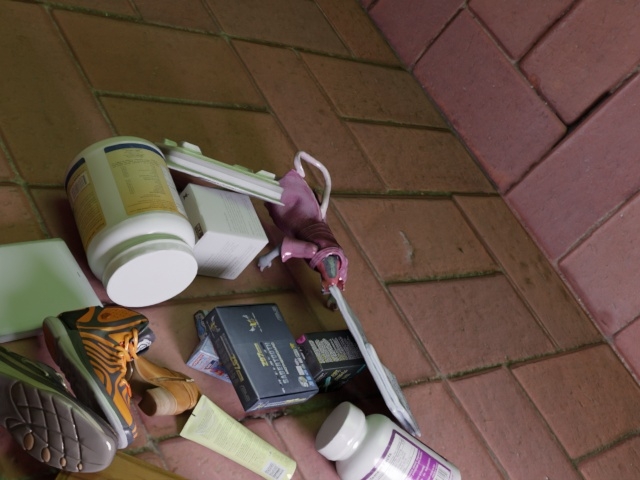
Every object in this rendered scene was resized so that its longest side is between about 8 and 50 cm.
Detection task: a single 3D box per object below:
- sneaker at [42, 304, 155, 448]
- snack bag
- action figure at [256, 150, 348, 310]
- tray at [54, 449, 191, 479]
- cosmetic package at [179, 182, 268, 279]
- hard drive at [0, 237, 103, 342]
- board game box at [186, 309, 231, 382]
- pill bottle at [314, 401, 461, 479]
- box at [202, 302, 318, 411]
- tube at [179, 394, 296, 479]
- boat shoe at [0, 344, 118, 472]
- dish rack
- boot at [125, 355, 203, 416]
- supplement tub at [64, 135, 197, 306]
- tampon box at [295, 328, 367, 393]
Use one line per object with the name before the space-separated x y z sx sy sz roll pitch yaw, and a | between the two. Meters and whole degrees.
sneaker | -0.370 0.225 1.842 0.180 0.124 0.321 -19 52 -28
snack bag | 0.133 0.287 2.363 0.342 0.037 0.323 63 3 26
action figure | 0.000 0.000 2.523 0.248 0.275 0.370 24 22 -38
tray | -0.258 0.492 1.690 0.411 0.076 0.203 21 33 0
cosmetic package | -0.254 -0.019 2.348 0.184 0.151 0.151 11 43 -42
hard drive | -0.587 0.095 1.945 0.307 0.040 0.203 -9 58 -53
board game box | -0.206 0.231 2.190 0.194 0.060 0.194 17 40 -37
pill bottle | 0.141 0.483 2.176 0.301 0.169 0.169 37 32 -11
box | -0.127 0.245 2.147 0.183 0.059 0.232 0 53 -46
tube | -0.161 0.410 2.024 0.240 0.062 0.070 34 25 -14
boat shoe | -0.488 0.263 1.718 0.355 0.132 0.130 31 23 7
dish rack | -0.259 -0.172 2.432 0.333 0.072 0.285 19 -1 -25
boot | -0.331 0.269 2.008 0.197 0.073 0.152 54 25 20
supplement tub | -0.400 -0.040 2.136 0.228 0.228 0.316 9 45 -43
tampon box | 0.001 0.280 2.305 0.161 0.120 0.101 2 52 -48
